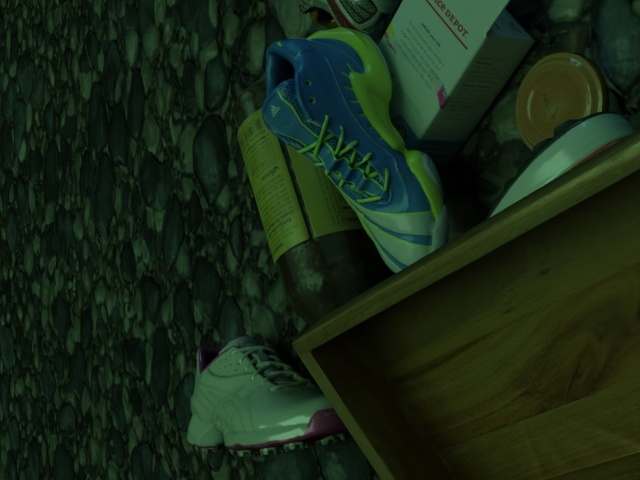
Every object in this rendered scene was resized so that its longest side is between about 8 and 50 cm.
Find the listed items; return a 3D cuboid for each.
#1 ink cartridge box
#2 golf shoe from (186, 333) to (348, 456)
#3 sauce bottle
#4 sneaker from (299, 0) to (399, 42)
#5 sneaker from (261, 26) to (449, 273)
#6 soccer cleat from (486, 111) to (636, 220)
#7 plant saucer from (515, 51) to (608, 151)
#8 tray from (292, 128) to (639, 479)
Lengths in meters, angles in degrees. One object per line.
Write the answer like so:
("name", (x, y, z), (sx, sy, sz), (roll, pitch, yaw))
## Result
("ink cartridge box", (0.109, -0.162, 0.679), (0.104, 0.062, 0.181), (61, 138, 31))
("golf shoe", (-0.074, 0.177, 0.920), (0.306, 0.115, 0.140), (-16, 76, 52))
("sauce bottle", (0.000, 0.000, 0.800), (0.111, 0.111, 0.344), (-38, 62, 49))
("sneaker", (-0.004, -0.274, 0.807), (0.225, 0.088, 0.092), (51, 132, 39))
("sneaker", (0.015, -0.072, 0.658), (0.091, 0.126, 0.240), (-47, 56, 48))
("soccer cleat", (0.150, 0.053, 0.608), (0.116, 0.109, 0.318), (57, 132, 29))
("plant saucer", (0.186, -0.106, 0.620), (0.083, 0.013, 0.083), (4, 95, 54))
("tray", (0.179, 0.061, 0.491), (0.411, 0.076, 0.202), (-35, 89, 42))
